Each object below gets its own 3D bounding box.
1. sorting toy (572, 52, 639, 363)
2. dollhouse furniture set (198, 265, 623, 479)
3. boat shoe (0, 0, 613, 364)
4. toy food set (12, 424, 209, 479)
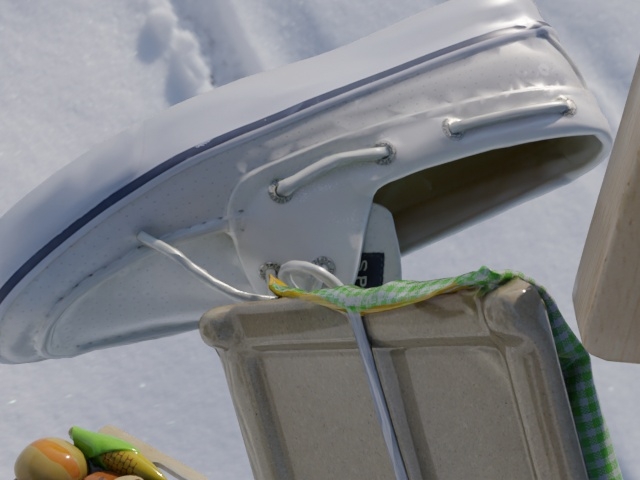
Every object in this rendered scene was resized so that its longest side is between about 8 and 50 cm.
[{"bbox_3d":[0.217,-0.082,0.333,0.255,0.257,0.089,5,34,-4],"label":"sorting toy"},{"bbox_3d":[0.090,0.141,0.513,0.151,0.197,0.302,-20,98,-39],"label":"dollhouse furniture set"},{"bbox_3d":[0.001,0.004,0.637,0.367,0.136,0.156,-25,66,-18],"label":"boat shoe"},{"bbox_3d":[-0.182,0.190,0.896,0.192,0.132,0.039,-32,134,-50],"label":"toy food set"}]
